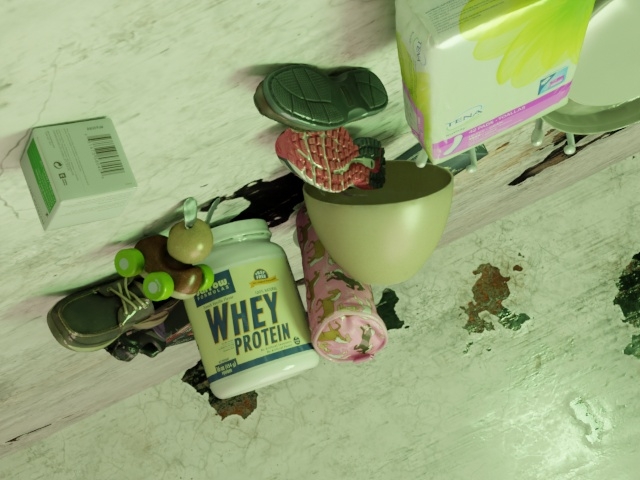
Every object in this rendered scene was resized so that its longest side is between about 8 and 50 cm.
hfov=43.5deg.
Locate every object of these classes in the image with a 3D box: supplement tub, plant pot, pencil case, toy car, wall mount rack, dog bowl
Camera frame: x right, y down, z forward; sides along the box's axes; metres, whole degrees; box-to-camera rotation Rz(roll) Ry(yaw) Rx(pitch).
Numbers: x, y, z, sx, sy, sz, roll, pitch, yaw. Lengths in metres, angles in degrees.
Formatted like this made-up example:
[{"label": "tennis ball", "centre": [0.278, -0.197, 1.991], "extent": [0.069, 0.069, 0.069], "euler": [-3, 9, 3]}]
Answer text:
[{"label": "supplement tub", "centre": [-0.156, 0.141, 1.661], "extent": [0.236, 0.324, 0.235], "euler": [-19, 170, -3]}, {"label": "plant pot", "centre": [0.116, -0.025, 1.542], "extent": [0.284, 0.190, 0.284], "euler": [-5, -160, 2]}, {"label": "pencil case", "centre": [0.038, 0.078, 1.696], "extent": [0.167, 0.386, 0.160], "euler": [17, 127, -22]}, {"label": "toy car", "centre": [-0.254, -0.002, 1.461], "extent": [0.188, 0.149, 0.155], "euler": [-61, 160, 18]}, {"label": "wall mount rack", "centre": [0.323, -0.199, 1.460], "extent": [0.350, 0.130, 0.304], "euler": [-10, 174, 29]}, {"label": "dog bowl", "centre": [0.464, -0.321, 1.222], "extent": [0.349, 0.102, 0.348], "euler": [-13, 144, -9]}]

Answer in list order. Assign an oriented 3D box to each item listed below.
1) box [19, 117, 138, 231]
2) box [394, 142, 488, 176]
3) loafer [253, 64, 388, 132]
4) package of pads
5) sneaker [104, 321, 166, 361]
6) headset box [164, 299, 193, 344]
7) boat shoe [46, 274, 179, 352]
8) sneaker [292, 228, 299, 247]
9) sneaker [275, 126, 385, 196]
[{"label": "box", "centre": [-0.294, -0.080, 0.972], "extent": [0.102, 0.101, 0.087], "euler": [-15, 165, -35]}, {"label": "box", "centre": [0.256, -0.174, 1.841], "extent": [0.183, 0.059, 0.233], "euler": [-34, 165, 33]}, {"label": "loafer", "centre": [-0.005, -0.189, 1.137], "extent": [0.084, 0.096, 0.268], "euler": [-27, 172, 39]}, {"label": "package of pads", "centre": [0.211, -0.235, 1.012], "extent": [0.229, 0.101, 0.296], "euler": [-24, 155, -3]}, {"label": "sneaker", "centre": [-0.456, 0.207, 1.796], "extent": [0.107, 0.124, 0.283], "euler": [-32, 155, 33]}, {"label": "headset box", "centre": [-0.336, 0.185, 2.071], "extent": [0.218, 0.110, 0.293], "euler": [-33, 167, 32]}, {"label": "boat shoe", "centre": [-0.411, 0.124, 1.651], "extent": [0.130, 0.132, 0.355], "euler": [-41, 172, 23]}, {"label": "sneaker", "centre": [0.045, -0.043, 1.933], "extent": [0.217, 0.079, 0.121], "euler": [-32, 166, 23]}, {"label": "sneaker", "centre": [0.008, -0.130, 1.379], "extent": [0.112, 0.120, 0.299], "euler": [-3, 174, 28]}]
